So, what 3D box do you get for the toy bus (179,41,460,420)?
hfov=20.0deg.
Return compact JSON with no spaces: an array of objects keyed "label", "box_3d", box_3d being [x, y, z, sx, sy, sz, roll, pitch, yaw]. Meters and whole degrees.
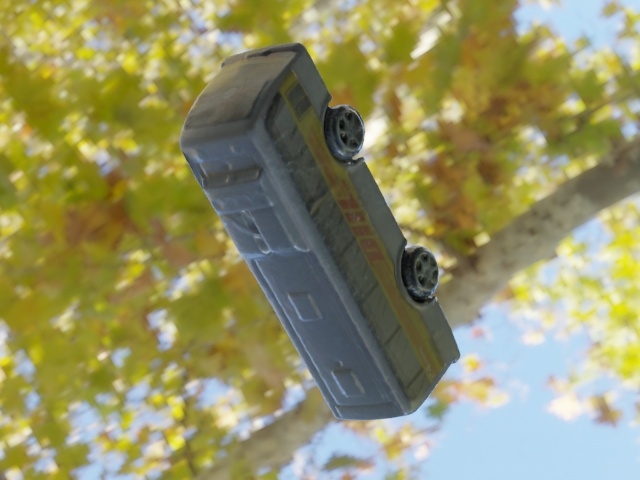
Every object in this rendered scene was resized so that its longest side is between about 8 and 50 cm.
[{"label":"toy bus","box_3d":[0.000,0.000,0.892,0.075,0.064,0.190,-52,-57,-39]}]
